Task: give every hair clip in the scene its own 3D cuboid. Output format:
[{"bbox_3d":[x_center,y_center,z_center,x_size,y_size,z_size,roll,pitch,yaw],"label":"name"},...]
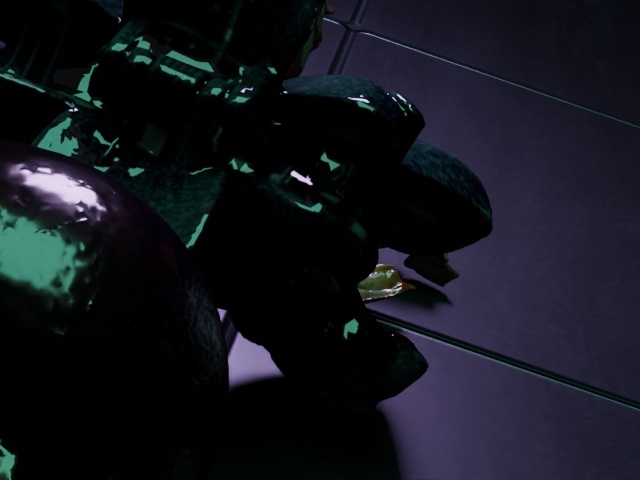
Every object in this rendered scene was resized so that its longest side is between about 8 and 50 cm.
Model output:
[{"bbox_3d":[-0.070,-0.039,0.819,0.310,0.206,0.194,22,68,9],"label":"hair clip"}]

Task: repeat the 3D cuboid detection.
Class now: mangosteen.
[{"bbox_3d":[-0.139,0.070,0.609,0.194,0.194,0.230,21,52,3],"label":"mangosteen"}]

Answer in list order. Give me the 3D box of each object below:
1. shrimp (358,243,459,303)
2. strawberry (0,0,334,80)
[{"bbox_3d":[-0.001,0.002,0.980,0.187,0.052,0.132,7,47,-13],"label":"shrimp"},{"bbox_3d":[-0.110,-0.136,1.118,0.236,0.111,0.190,-1,35,11],"label":"strawberry"}]
